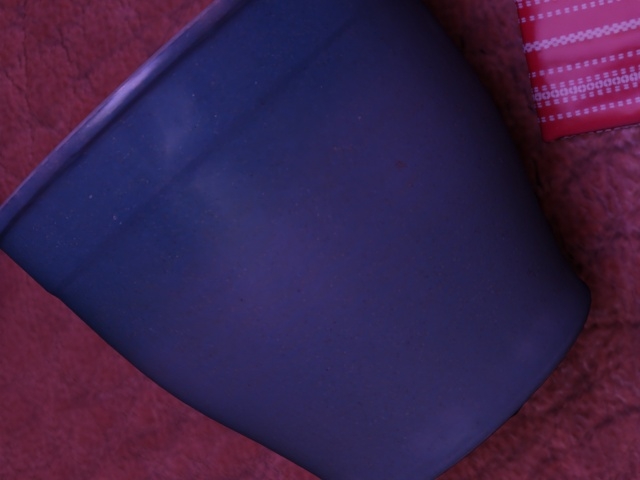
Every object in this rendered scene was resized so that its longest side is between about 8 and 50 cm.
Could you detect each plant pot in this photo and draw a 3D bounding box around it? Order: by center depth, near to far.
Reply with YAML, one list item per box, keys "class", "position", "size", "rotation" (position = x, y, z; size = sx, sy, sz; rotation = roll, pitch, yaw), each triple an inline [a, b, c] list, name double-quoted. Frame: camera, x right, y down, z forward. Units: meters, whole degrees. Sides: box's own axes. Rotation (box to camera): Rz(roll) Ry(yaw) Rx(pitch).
- class: "plant pot"
  position: [0.000, 0.000, 0.805]
  size: [0.272, 0.271, 0.255]
  rotation: [-39, 96, 24]

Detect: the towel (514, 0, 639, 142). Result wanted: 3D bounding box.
- class: "towel"
  position: [0.192, -0.204, 0.805]
  size: [0.199, 0.031, 0.274]
  rotation: [-8, 95, 25]
